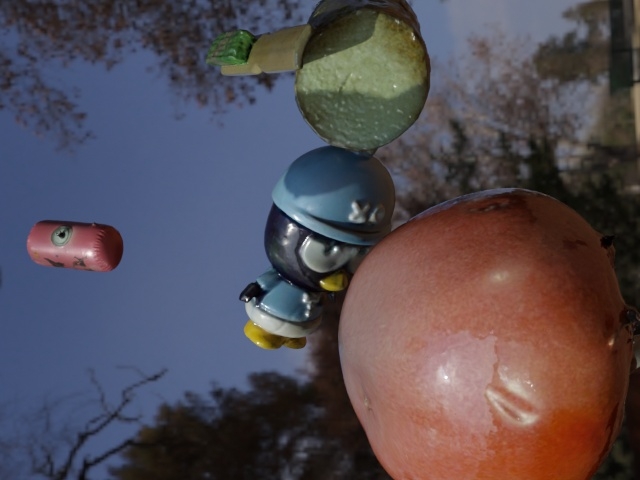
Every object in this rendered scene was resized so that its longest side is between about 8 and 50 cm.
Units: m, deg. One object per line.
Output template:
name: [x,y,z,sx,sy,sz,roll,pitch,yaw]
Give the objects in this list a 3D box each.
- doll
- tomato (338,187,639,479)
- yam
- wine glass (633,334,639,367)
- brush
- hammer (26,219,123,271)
doll: [0.000,0.000,1.419,0.177,0.141,0.314,3,-61,-43]
tomato: [0.166,0.119,1.145,0.341,0.272,0.342,173,90,-81]
yam: [0.052,-0.223,1.362,0.304,0.168,0.168,-84,-14,-70]
wine glass: [0.519,0.214,1.947,0.198,0.066,0.066,-13,-78,-41]
brush: [-0.076,-0.229,1.310,0.282,0.048,0.054,17,87,66]
hammer: [-0.199,0.003,0.889,0.043,0.083,0.043,-19,-68,-60]
